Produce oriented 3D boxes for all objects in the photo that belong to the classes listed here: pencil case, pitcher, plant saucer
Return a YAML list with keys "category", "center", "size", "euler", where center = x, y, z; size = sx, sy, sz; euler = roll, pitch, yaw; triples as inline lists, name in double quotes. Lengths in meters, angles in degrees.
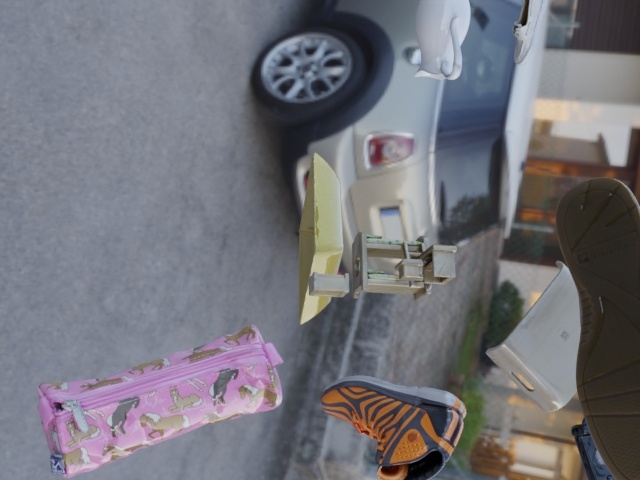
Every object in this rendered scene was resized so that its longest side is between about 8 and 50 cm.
- category: "pencil case"
  center: [-0.256, 0.257, 1.183]
  size: [0.167, 0.386, 0.160]
  euler: [-159, -123, -67]
- category: "pitcher"
  center: [0.289, -0.475, 1.655]
  size: [0.178, 0.126, 0.207]
  euler: [-141, -126, -66]
- category: "plant saucer"
  center: [0.000, 0.000, 1.856]
  size: [0.332, 0.081, 0.332]
  euler: [103, -11, -51]

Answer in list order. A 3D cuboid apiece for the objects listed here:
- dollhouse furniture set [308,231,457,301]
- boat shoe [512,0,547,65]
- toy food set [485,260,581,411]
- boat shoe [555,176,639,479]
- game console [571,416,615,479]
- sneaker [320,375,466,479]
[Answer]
- category: "dollhouse furniture set"
  center: [0.087, 0.020, 1.076]
  size: [0.161, 0.182, 0.101]
  euler: [127, -35, -67]
- category: "boat shoe"
  center: [0.287, -0.298, 1.012]
  size: [0.035, 0.035, 0.100]
  euler: [-120, -141, -57]
- category: "toy food set"
  center: [0.563, 0.229, 1.732]
  size: [0.306, 0.220, 0.092]
  euler: [-47, -171, -16]
- category: "boat shoe"
  center: [0.301, 0.089, 0.691]
  size: [0.098, 0.109, 0.302]
  euler: [28, 50, -50]
- category: "game console"
  center: [0.589, 0.316, 1.181]
  size: [0.173, 0.293, 0.250]
  euler: [122, -40, -58]
- category: "sneaker"
  center: [0.113, 0.373, 1.404]
  size: [0.124, 0.321, 0.180]
  euler: [55, 47, -34]
